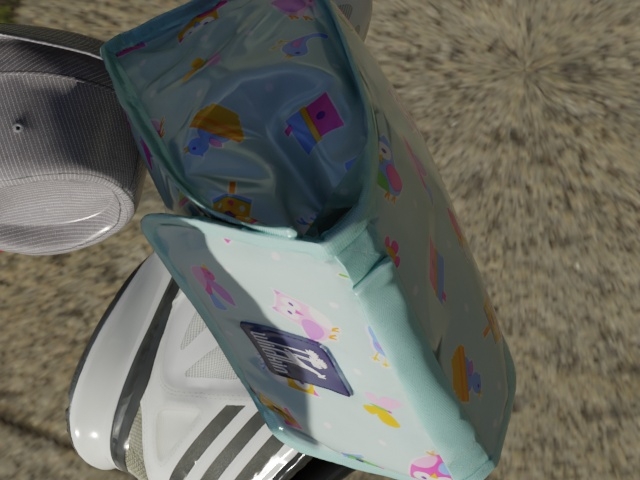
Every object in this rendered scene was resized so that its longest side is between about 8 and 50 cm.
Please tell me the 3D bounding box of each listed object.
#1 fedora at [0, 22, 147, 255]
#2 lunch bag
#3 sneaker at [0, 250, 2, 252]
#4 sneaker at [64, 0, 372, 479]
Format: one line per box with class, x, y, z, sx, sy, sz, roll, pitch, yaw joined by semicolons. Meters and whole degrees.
fedora;-0.247;-0.068;1.237;0.275;0.244;0.124;1;65;8
lunch bag;0.000;0.000;0.857;0.160;0.262;0.223;-28;130;-1
sneaker;-0.417;-0.061;1.922;0.087;0.221;0.128;-24;81;-34
sneaker;0.001;0.013;1.188;0.257;0.169;0.448;22;90;29
